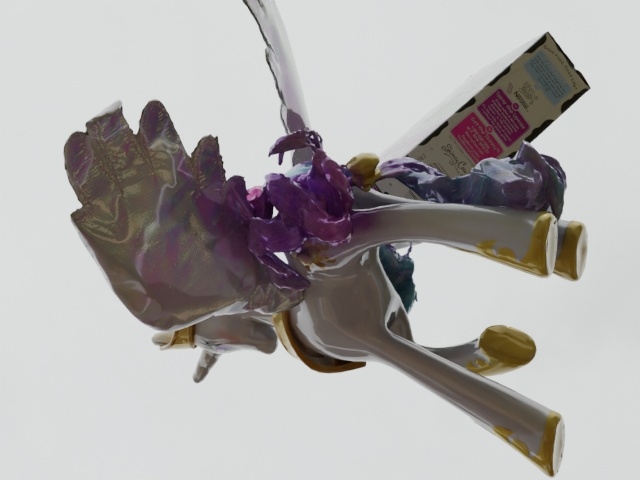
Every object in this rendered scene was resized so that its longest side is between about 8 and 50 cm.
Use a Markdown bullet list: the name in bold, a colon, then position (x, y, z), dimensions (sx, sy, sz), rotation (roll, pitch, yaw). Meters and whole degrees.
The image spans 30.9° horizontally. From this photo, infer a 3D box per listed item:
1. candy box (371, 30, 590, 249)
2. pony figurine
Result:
- **candy box**: position (0.120, -0.083, 1.084), dimensions (0.233, 0.159, 0.071), rotation (-42, -83, -19)
- **pony figurine**: position (0.000, 0.000, 0.844), dimensions (0.303, 0.363, 0.351), rotation (-56, -35, -44)
